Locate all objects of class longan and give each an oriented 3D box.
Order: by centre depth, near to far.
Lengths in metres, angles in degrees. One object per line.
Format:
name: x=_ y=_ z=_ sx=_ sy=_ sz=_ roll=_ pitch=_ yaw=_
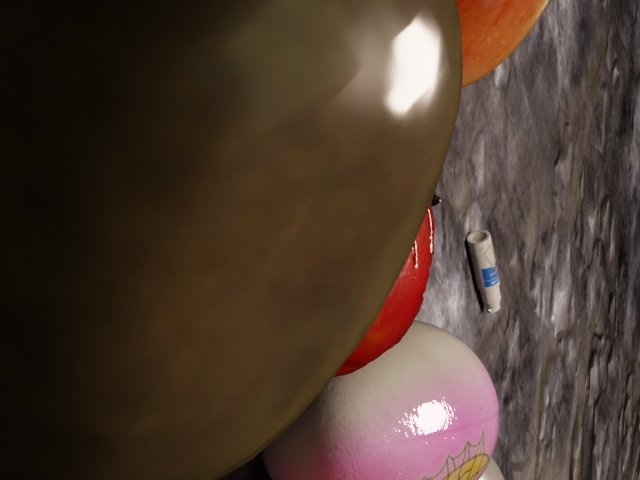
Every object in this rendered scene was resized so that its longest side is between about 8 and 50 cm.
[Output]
longan: x=-0.106 y=-0.057 z=0.487 sx=0.361 sy=0.361 sz=0.360 roll=0 pitch=90 yaw=-65

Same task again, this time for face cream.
face cream: x=0.235 y=0.047 z=1.542 sx=0.034 sy=0.034 sz=0.130 roll=-59 pitch=141 yaw=-48

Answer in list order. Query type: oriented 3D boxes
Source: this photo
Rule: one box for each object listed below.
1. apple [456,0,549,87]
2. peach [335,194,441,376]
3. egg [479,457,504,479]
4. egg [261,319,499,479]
apple: x=0.038 y=-0.247 z=0.818 sx=0.319 sy=0.319 sz=0.277 roll=-22 pitch=130 yaw=-63
peach: x=0.000 y=0.000 z=0.875 sx=0.226 sy=0.196 sz=0.189 roll=-45 pitch=163 yaw=-54
egg: x=0.138 y=0.305 z=1.205 sx=0.146 sy=0.147 sz=0.198 roll=-34 pitch=119 yaw=-60
egg: x=0.049 y=0.166 z=0.978 sx=0.271 sy=0.196 sz=0.196 roll=-1 pitch=91 yaw=-46
